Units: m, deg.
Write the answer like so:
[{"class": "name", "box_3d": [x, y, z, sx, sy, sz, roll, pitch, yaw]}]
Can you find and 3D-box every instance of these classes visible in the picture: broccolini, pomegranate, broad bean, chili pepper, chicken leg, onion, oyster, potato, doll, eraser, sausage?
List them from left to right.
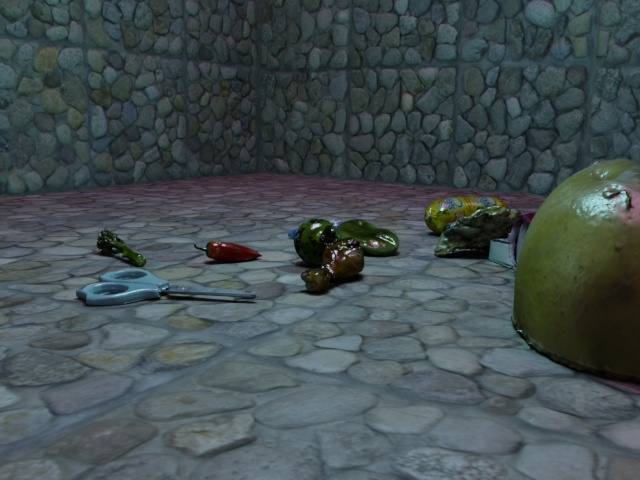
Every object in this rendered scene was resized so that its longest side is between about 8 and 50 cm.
[{"class": "broccolini", "box_3d": [-0.510, 0.028, 1.677, 0.058, 0.067, 0.216, -10, 24, -36]}, {"class": "chili pepper", "box_3d": [-0.236, 0.030, 1.685, 0.191, 0.050, 0.059, 9, 2, -30]}, {"class": "doll", "box_3d": [-0.006, -0.029, 2.000, 0.206, 0.067, 0.110, -6, -1, 17]}, {"class": "pomegranate", "box_3d": [0.000, 0.000, 1.650, 0.122, 0.122, 0.161, -3, -12, -22]}, {"class": "chicken leg", "box_3d": [0.028, 0.061, 1.499, 0.107, 0.087, 0.251, -17, 8, 28]}, {"class": "broad bean", "box_3d": [0.123, -0.006, 1.866, 0.153, 0.072, 0.207, -19, 21, -28]}, {"class": "sausage", "box_3d": [0.483, -0.083, 2.181, 0.347, 0.123, 0.123, -3, 12, -28]}, {"class": "oyster", "box_3d": [0.442, -0.018, 1.806, 0.214, 0.083, 0.223, 4, -33, -29]}, {"class": "eraser", "box_3d": [0.569, 0.029, 1.746, 0.210, 0.067, 0.124, -2, 8, -18]}, {"class": "onion", "box_3d": [0.551, 0.015, 1.561, 0.201, 0.200, 0.207, 0, -10, -9]}, {"class": "potato", "box_3d": [0.535, 0.026, 1.121, 0.386, 0.319, 0.442, 2, 13, 9]}]

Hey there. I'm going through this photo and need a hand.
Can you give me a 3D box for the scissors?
[{"class": "scissors", "box_3d": [-0.303, 0.104, 1.346, 0.360, 0.029, 0.191, 5, 15, 7]}]
